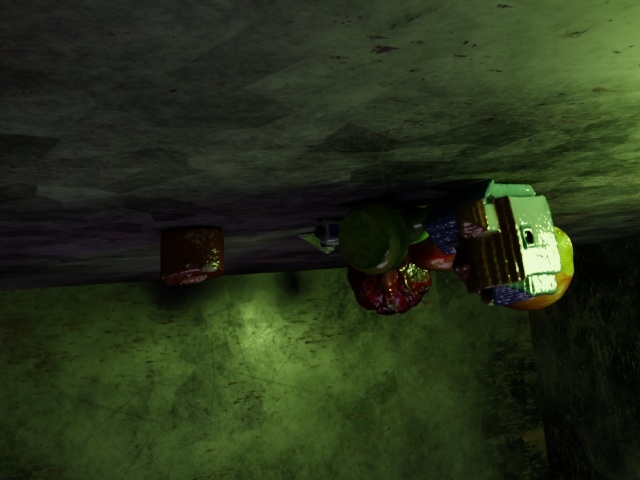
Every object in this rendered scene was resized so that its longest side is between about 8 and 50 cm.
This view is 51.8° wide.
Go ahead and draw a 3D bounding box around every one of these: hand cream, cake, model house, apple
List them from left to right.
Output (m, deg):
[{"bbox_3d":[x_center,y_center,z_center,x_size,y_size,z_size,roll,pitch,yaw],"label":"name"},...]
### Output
[{"bbox_3d":[-0.367,0.049,1.912,0.177,0.150,0.283,-1,168,-7],"label":"cake"},{"bbox_3d":[0.000,0.000,2.273,0.087,0.055,0.235,-10,165,14],"label":"hand cream"},{"bbox_3d":[0.375,0.011,1.544,0.252,0.294,0.329,-16,171,39],"label":"model house"},{"bbox_3d":[0.726,0.088,2.373,0.340,0.339,0.339,-5,174,-1],"label":"apple"}]

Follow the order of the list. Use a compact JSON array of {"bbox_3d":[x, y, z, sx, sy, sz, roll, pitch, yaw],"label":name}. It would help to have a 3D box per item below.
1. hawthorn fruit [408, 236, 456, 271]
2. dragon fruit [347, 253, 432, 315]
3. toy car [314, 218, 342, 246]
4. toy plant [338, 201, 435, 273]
[{"bbox_3d":[0.371,0.029,2.223,0.235,0.181,0.181,-19,166,39],"label":"hawthorn fruit"},{"bbox_3d":[0.264,0.133,2.502,0.329,0.329,0.329,-5,174,-1],"label":"dragon fruit"},{"bbox_3d":[0.056,-0.024,1.930,0.171,0.080,0.070,1,169,-40],"label":"toy car"},{"bbox_3d":[0.204,-0.020,1.752,0.316,0.184,0.224,-13,163,-46],"label":"toy plant"}]
